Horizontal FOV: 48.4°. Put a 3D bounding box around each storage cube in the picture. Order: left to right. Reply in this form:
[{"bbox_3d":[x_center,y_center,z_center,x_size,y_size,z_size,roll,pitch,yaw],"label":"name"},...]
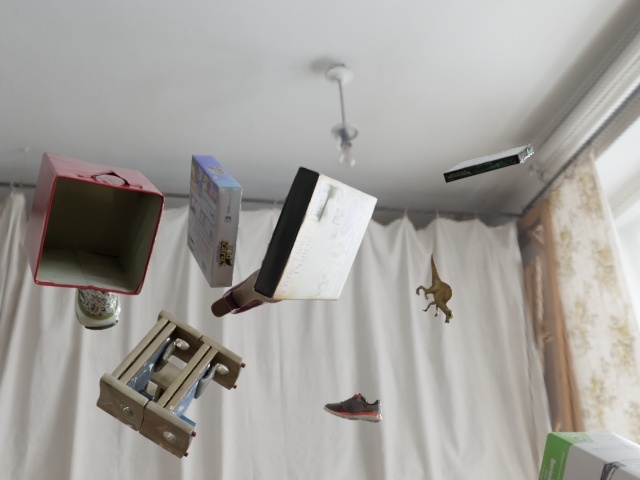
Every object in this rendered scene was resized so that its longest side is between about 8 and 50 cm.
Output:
[{"bbox_3d":[-0.404,-0.034,1.259,0.183,0.215,0.193,9,13,-30],"label":"storage cube"}]

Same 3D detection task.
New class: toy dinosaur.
[{"bbox_3d":[0.301,0.130,1.858,0.092,0.183,0.053,-23,-13,38],"label":"toy dinosaur"}]

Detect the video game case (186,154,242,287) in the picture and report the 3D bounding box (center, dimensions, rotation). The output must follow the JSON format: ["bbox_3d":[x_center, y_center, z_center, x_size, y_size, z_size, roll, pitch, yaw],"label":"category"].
[{"bbox_3d":[-0.259,-0.053,1.707,0.061,0.269,0.245,-2,-67,-23],"label":"video game case"}]

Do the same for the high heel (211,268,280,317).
[{"bbox_3d":[-0.187,0.153,2.402,0.377,0.127,0.181,-20,2,25],"label":"high heel"}]

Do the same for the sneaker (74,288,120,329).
[{"bbox_3d":[-0.673,0.054,2.148,0.158,0.410,0.182,-5,-32,-30],"label":"sneaker"}]

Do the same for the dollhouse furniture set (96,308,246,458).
[{"bbox_3d":[-0.198,0.214,0.918,0.128,0.129,0.184,30,-46,6],"label":"dollhouse furniture set"}]

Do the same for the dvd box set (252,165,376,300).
[{"bbox_3d":[0.000,0.000,1.764,0.062,0.308,0.420,22,5,22],"label":"dvd box set"}]

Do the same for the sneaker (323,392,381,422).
[{"bbox_3d":[0.084,0.412,1.771,0.157,0.065,0.061,1,-22,27],"label":"sneaker"}]

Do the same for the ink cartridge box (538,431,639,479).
[{"bbox_3d":[0.585,0.464,1.340,0.198,0.115,0.273,9,5,-29],"label":"ink cartridge box"}]

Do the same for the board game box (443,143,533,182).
[{"bbox_3d":[0.400,-0.184,1.696,0.186,0.026,0.126,-13,10,34],"label":"board game box"}]
